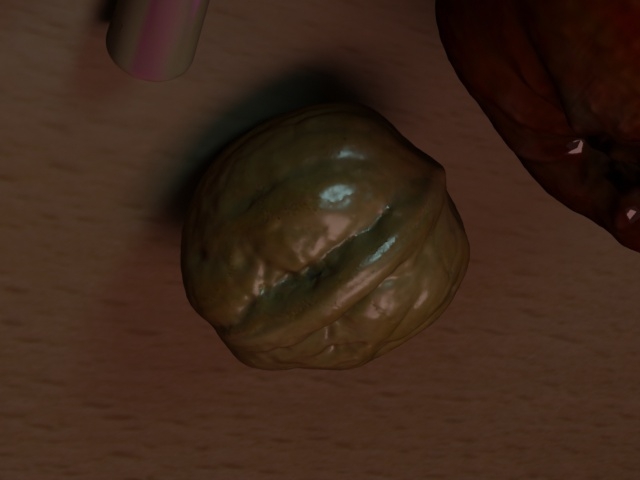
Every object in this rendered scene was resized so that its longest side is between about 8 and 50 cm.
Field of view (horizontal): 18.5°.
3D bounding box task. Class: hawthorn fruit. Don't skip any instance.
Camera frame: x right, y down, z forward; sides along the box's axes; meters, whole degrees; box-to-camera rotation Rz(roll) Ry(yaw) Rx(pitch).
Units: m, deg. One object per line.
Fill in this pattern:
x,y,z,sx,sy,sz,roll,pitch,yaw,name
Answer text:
0.211,-0.122,0.982,0.299,0.275,0.275,-32,156,-32,hawthorn fruit

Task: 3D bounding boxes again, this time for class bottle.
-0.074,-0.124,0.946,0.045,0.045,0.096,-12,144,-28,bottle

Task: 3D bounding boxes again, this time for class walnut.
0.000,0.000,1.113,0.166,0.149,0.167,-1,121,-2,walnut
